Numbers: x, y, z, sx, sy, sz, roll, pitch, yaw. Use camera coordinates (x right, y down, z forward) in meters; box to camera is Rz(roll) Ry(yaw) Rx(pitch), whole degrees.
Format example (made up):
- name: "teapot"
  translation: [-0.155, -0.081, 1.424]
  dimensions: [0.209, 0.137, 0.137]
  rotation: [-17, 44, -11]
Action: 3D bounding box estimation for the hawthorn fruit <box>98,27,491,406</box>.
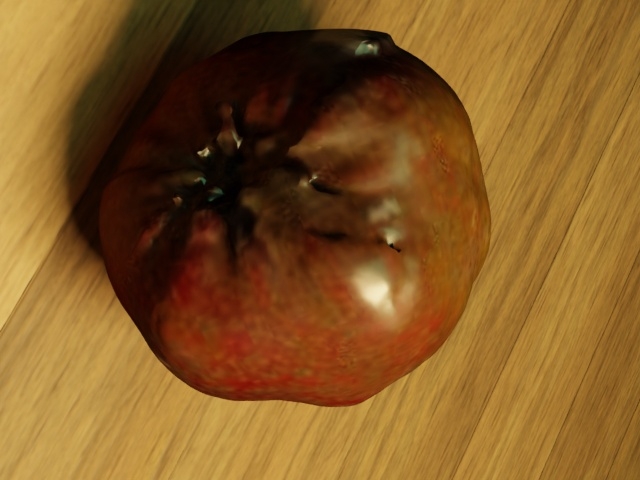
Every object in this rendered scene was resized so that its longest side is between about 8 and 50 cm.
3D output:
- name: "hawthorn fruit"
  translation: [-0.002, -0.008, 0.826]
  dimensions: [0.324, 0.308, 0.308]
  rotation: [23, 85, -41]
